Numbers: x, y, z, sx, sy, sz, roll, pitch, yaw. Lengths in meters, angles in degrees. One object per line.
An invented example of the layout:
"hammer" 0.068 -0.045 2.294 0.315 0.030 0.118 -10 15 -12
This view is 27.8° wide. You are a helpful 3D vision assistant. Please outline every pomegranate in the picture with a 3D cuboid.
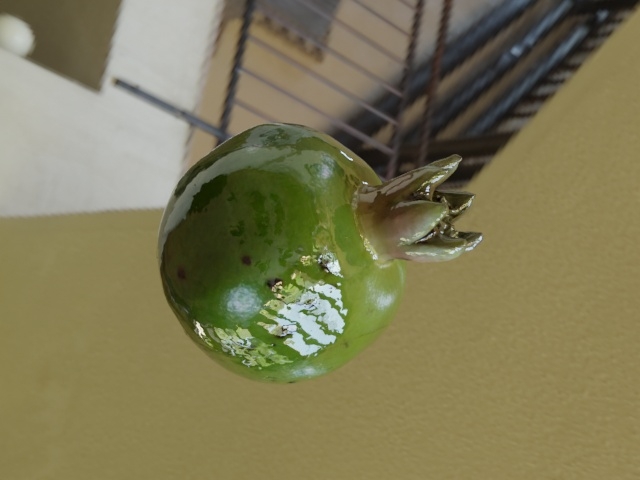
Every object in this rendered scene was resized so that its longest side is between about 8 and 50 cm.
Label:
"pomegranate" 0.000 0.002 0.890 0.225 0.187 0.187 -18 -121 28
